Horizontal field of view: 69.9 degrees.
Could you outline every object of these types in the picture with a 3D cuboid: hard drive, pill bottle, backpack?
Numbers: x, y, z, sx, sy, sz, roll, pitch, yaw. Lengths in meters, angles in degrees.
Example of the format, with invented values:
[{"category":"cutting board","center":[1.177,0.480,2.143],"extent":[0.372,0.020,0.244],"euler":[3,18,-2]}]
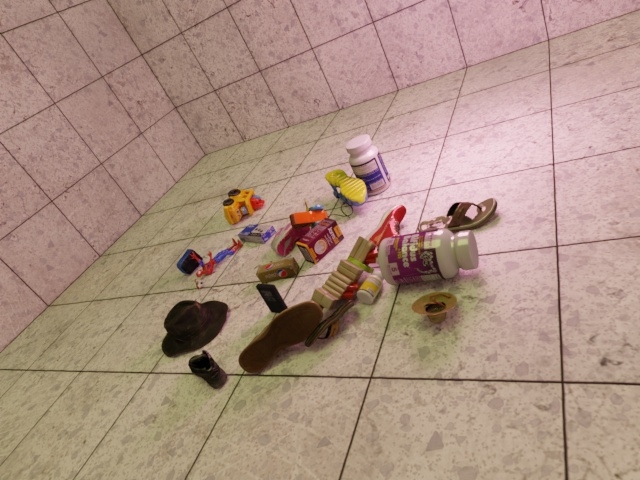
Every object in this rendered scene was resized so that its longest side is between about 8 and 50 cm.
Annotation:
[{"category":"hard drive","center":[-0.184,0.225,1.764],"extent":[0.094,0.135,0.022],"euler":[-1,35,40]},{"category":"pill bottle","center":[0.227,-0.363,2.203],"extent":[0.153,0.265,0.153],"euler":[-21,29,13]},{"category":"pill bottle","center":[0.180,0.163,1.613],"extent":[0.065,0.065,0.116],"euler":[0,40,42]},{"category":"pill bottle","center":[0.359,0.051,1.524],"extent":[0.301,0.169,0.169],"euler":[-11,33,30]},{"category":"backpack","center":[-0.704,0.120,2.441],"extent":[0.101,0.098,0.120],"euler":[-4,50,47]}]

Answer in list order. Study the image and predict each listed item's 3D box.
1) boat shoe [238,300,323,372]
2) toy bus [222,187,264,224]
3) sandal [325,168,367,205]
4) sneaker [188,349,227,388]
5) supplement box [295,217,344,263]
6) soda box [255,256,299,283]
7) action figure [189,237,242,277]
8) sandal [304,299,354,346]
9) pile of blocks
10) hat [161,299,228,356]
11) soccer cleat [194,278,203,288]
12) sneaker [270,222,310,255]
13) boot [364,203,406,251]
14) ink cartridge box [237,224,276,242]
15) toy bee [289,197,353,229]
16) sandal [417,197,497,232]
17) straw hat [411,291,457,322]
[{"category":"boat shoe","center":[-0.135,0.317,1.582],"extent":[0.342,0.123,0.123],"euler":[-42,6,8]},{"category":"toy bus","center":[-0.445,-0.205,2.703],"extent":[0.211,0.149,0.220],"euler":[-1,39,15]},{"category":"sandal","center":[0.137,-0.237,2.224],"extent":[0.126,0.138,0.317],"euler":[-25,34,-9]},{"category":"sneaker","center":[-0.430,0.439,1.651],"extent":[0.087,0.130,0.227],"euler":[-40,28,-23]},{"category":"supplement box","center":[0.000,0.000,1.993],"extent":[0.188,0.104,0.080],"euler":[-42,32,-22]},{"category":"soda box","center":[-0.187,0.131,1.993],"extent":[0.181,0.061,0.058],"euler":[-15,32,24]},{"category":"action figure","center":[-0.548,0.067,2.349],"extent":[0.280,0.139,0.091],"euler":[-47,32,-24]},{"category":"sandal","center":[0.039,0.287,1.543],"extent":[0.219,0.060,0.090],"euler":[-39,-1,-18]},{"category":"pile of blocks","center":[0.111,0.148,1.664],"extent":[0.112,0.149,0.362],"euler":[31,70,31]},{"category":"hat","center":[-0.560,0.328,1.939],"extent":[0.331,0.134,0.331],"euler":[-22,29,13]},{"category":"soccer cleat","center":[-0.603,0.212,2.272],"extent":[0.035,0.029,0.083],"euler":[-26,31,-12]},{"category":"sneaker","center":[-0.151,-0.036,2.188],"extent":[0.111,0.103,0.252],"euler":[9,46,46]},{"category":"boot","center":[0.306,-0.040,1.810],"extent":[0.244,0.088,0.176],"euler":[-50,34,-19]},{"category":"ink cartridge box","center":[-0.337,-0.037,2.412],"extent":[0.207,0.046,0.097],"euler":[4,42,46]},{"category":"toy bee","center":[-0.019,-0.089,2.133],"extent":[0.162,0.298,0.195],"euler":[147,131,-61]},{"category":"sandal","center":[0.505,-0.091,1.706],"extent":[0.302,0.086,0.120],"euler":[-19,30,18]},{"category":"straw hat","center":[0.350,0.215,1.383],"extent":[0.144,0.061,0.144],"euler":[-14,17,4]}]
